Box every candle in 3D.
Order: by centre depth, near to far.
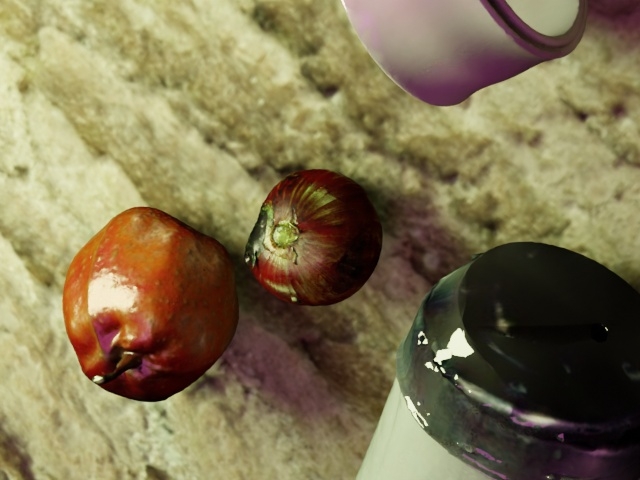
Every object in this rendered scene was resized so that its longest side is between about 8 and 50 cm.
[{"bbox_3d":[0.143,0.184,1.543,0.221,0.221,0.342,27,129,9],"label":"candle"}]

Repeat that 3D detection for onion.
[{"bbox_3d":[0.000,0.000,1.572,0.119,0.118,0.117,14,107,18],"label":"onion"}]

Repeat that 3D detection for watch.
[{"bbox_3d":[0.094,-0.206,1.327,0.211,0.248,0.217,-23,108,33],"label":"watch"}]

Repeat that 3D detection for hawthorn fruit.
[{"bbox_3d":[-0.155,0.068,1.632,0.157,0.194,0.157,8,128,11],"label":"hawthorn fruit"}]
